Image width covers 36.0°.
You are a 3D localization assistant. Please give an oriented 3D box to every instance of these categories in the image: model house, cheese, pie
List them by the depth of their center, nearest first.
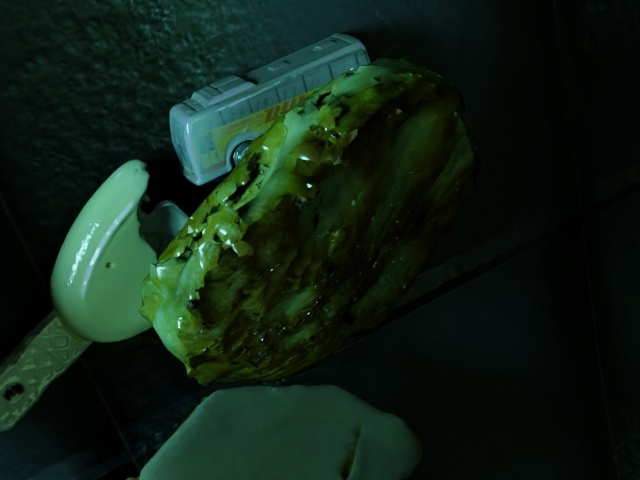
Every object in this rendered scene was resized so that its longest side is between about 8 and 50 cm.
[{"bbox_3d":[0.000,0.000,0.768,0.288,0.103,0.354,-45,158,-1],"label":"pie"},{"bbox_3d":[-0.188,0.055,0.781,0.235,0.050,0.127,-46,127,-5],"label":"cheese"},{"bbox_3d":[-0.063,0.239,0.872,0.219,0.199,0.229,39,134,-2],"label":"model house"}]

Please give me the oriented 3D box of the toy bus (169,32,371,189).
[{"bbox_3d":[-0.037,-0.104,0.784,0.172,0.057,0.072,-26,118,-16],"label":"toy bus"}]
